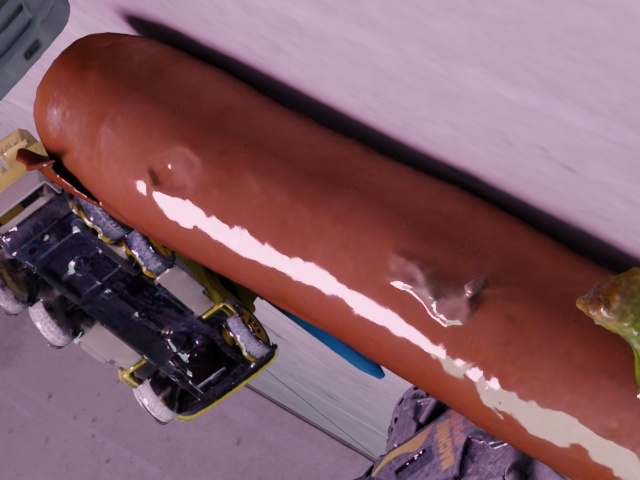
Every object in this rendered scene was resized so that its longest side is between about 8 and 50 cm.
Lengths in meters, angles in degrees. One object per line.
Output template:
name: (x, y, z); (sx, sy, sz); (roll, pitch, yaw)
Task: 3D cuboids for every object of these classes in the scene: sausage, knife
sausage: (0.040, 0.016, 0.668); (0.419, 0.094, 0.094); (29, -151, 23)
knife: (-0.027, 0.048, 1.272); (0.296, 0.026, 0.044); (39, -171, -45)

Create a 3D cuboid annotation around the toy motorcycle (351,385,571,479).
toy motorcycle: (0.112, 0.188, 1.078); (0.108, 0.173, 0.307); (38, 171, -25)

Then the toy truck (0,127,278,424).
toy truck: (-0.161, 0.020, 1.214); (0.272, 0.124, 0.157); (44, -164, -40)

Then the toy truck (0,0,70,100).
toy truck: (-0.264, -0.155, 0.662); (0.305, 0.136, 0.162); (30, 162, 29)

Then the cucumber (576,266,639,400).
cucumber: (0.179, 0.082, 0.464); (0.244, 0.134, 0.134); (37, 170, -10)
